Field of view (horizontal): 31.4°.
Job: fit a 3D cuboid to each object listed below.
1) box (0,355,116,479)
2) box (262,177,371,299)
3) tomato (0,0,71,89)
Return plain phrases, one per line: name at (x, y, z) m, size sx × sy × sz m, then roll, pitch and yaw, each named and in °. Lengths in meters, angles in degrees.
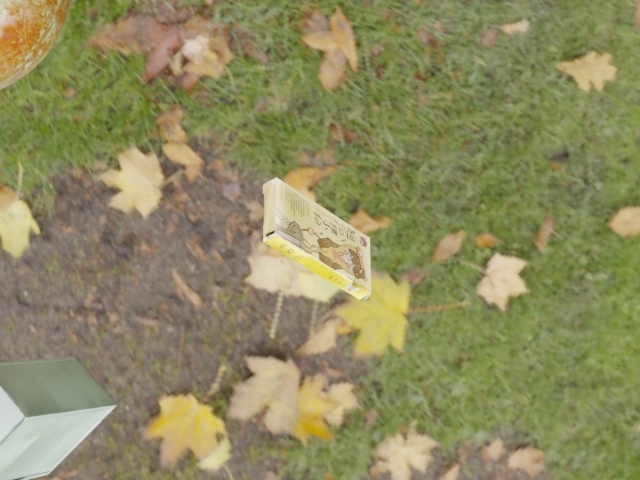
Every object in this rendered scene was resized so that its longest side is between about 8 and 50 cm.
box at (-0.352, 0.212, 1.322) m, size 0.129 × 0.086 × 0.225 m, roll -45°, pitch 167°, yaw 7°
box at (0.000, 0.000, 1.142) m, size 0.020 × 0.073 × 0.149 m, roll -30°, pitch 136°, yaw 32°
tomato at (-0.402, -0.276, 1.202) m, size 0.270 × 0.270 × 0.222 m, roll 6°, pitch 154°, yaw -27°
